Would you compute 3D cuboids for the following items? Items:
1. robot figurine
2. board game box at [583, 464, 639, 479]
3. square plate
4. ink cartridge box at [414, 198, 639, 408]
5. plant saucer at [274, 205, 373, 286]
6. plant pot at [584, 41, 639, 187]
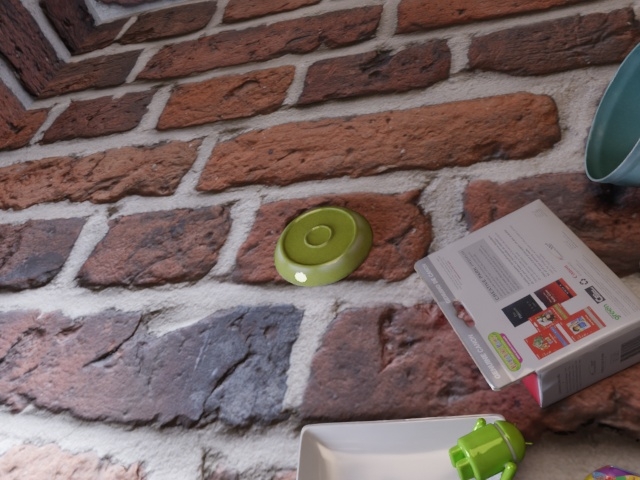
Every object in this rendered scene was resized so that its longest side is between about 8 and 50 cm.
[{"bbox_3d":[0.249,0.308,0.868,0.115,0.067,0.101,-24,31,-4],"label":"robot figurine"},{"bbox_3d":[0.438,0.381,0.810,0.169,0.033,0.133,13,55,31],"label":"board game box"},{"bbox_3d":[0.121,0.437,0.881,0.344,0.049,0.347,-8,46,15],"label":"square plate"},{"bbox_3d":[0.354,0.113,1.031,0.272,0.130,0.309,-26,44,1],"label":"ink cartridge box"},{"bbox_3d":[0.000,0.000,1.357,0.241,0.037,0.240,-12,45,13],"label":"plant saucer"},{"bbox_3d":[0.676,-0.224,1.137,0.196,0.293,0.293,18,53,2],"label":"plant pot"}]
